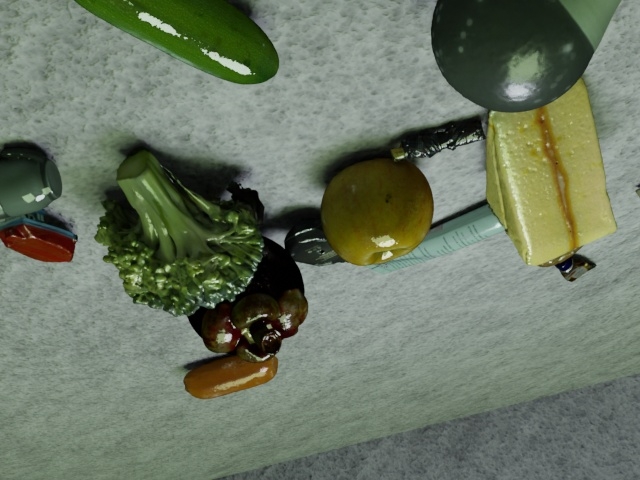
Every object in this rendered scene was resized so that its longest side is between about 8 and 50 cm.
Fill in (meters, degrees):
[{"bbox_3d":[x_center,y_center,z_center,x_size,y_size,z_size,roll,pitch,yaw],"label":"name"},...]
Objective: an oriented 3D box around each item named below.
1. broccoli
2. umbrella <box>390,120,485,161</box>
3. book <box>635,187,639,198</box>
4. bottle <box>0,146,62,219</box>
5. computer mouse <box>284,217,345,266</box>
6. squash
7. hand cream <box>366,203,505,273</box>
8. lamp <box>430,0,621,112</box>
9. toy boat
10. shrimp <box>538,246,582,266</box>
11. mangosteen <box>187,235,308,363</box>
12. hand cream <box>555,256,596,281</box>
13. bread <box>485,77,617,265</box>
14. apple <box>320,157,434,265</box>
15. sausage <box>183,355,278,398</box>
[{"bbox_3d":[-0.212,-0.031,1.217,0.247,0.263,0.243,-39,130,-15],"label":"broccoli"},{"bbox_3d":[0.176,-0.149,1.248,0.144,0.040,0.037,-16,147,2],"label":"umbrella"},{"bbox_3d":[0.842,-0.119,1.572,0.428,0.039,0.300,10,147,-37],"label":"book"},{"bbox_3d":[-0.485,-0.065,1.125,0.254,0.079,0.096,-11,116,3],"label":"bottle"},{"bbox_3d":[0.000,0.000,1.461,0.106,0.062,0.192,-24,157,23],"label":"computer mouse"},{"bbox_3d":[-0.159,-0.242,0.879,0.082,0.082,0.293,-30,147,34],"label":"squash"},{"bbox_3d":[0.230,0.001,1.555,0.331,0.058,0.085,-27,152,30],"label":"hand cream"},{"bbox_3d":[0.248,-0.288,0.903,0.182,0.182,0.313,16,114,-43],"label":"lamp"},{"bbox_3d":[-0.429,-0.009,1.279,0.069,0.058,0.173,-17,160,14],"label":"toy boat"},{"bbox_3d":[0.448,-0.012,1.615,0.145,0.061,0.267,-35,144,24],"label":"shrimp"},{"bbox_3d":[-0.117,0.109,1.359,0.212,0.250,0.211,-11,126,-15],"label":"mangosteen"},{"bbox_3d":[0.562,0.062,1.837,0.062,0.039,0.163,-42,145,22],"label":"hand cream"},{"bbox_3d":[0.351,-0.097,1.253,0.168,0.163,0.264,-25,153,0],"label":"bread"},{"bbox_3d":[0.090,-0.042,1.300,0.183,0.155,0.182,-9,153,-5],"label":"apple"},{"bbox_3d":[-0.218,0.326,2.008,0.238,0.098,0.098,-15,154,5],"label":"sausage"}]
